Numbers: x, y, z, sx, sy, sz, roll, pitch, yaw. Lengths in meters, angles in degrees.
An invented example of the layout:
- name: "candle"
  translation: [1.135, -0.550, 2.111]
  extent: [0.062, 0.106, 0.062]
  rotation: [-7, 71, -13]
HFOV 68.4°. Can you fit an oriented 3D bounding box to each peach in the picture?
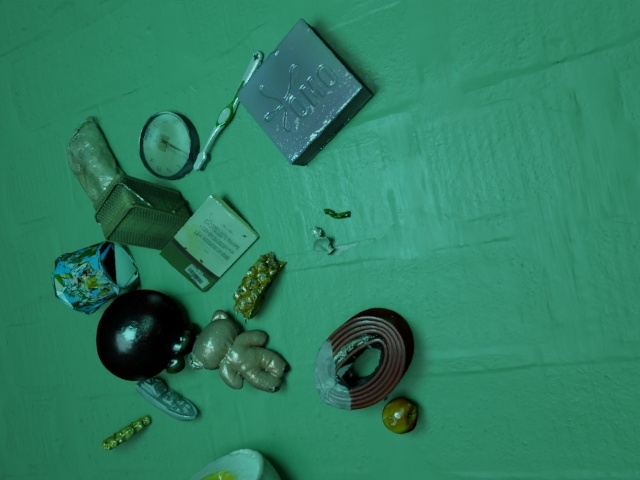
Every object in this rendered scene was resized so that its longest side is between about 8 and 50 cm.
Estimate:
- name: "peach"
  translation: [0.216, 0.481, 1.297]
  extent: [0.101, 0.101, 0.100]
  rotation: [2, 96, 23]

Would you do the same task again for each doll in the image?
- name: "doll"
  translation: [-0.251, 0.370, 1.481]
  extent: [0.303, 0.156, 0.201]
  rotation: [31, 65, -1]

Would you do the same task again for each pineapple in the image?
- name: "pineapple"
  translation: [-0.199, 0.150, 1.421]
  extent: [0.080, 0.135, 0.233]
  rotation: [29, 104, 18]

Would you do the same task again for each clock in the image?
- name: "clock"
  translation: [-0.504, -0.312, 1.556]
  extent: [0.226, 0.049, 0.225]
  rotation: [2, 95, 24]

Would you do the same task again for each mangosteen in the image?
- name: "mangosteen"
  translation: [-0.552, 0.306, 1.504]
  extent: [0.314, 0.297, 0.296]
  rotation: [14, 100, 25]

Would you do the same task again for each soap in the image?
- name: "soap"
  translation: [-0.050, -0.409, 1.325]
  extent: [0.296, 0.107, 0.285]
  rotation: [-44, 75, 19]

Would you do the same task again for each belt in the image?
- name: "belt"
  translation: [0.116, 0.339, 1.314]
  extent: [0.227, 0.115, 0.323]
  rotation: [44, 110, 15]

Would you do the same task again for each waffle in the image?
- name: "waffle"
  translation: [-0.713, 0.702, 1.720]
  extent: [0.046, 0.161, 0.192]
  rotation: [57, 141, 2]

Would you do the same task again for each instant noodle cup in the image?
- name: "instant noodle cup"
  translation: [-0.762, 0.114, 1.619]
  extent: [0.178, 0.240, 0.240]
  rotation: [-23, 85, 14]

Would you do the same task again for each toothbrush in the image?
- name: "toothbrush"
  translation: [-0.290, -0.395, 1.461]
  extent: [0.042, 0.040, 0.417]
  rotation: [38, 108, 18]

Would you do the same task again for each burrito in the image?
- name: "burrito"
  translation: [-0.788, -0.248, 1.658]
  extent: [0.175, 0.107, 0.347]
  rotation: [-32, 84, 9]

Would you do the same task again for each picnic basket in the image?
- name: "picnic basket"
  translation: [-0.549, -0.081, 1.477]
  extent: [0.165, 0.267, 0.139]
  rotation: [-44, 61, 19]

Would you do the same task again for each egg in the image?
- name: "egg"
  translation: [-0.237, 0.868, 1.400]
  extent: [0.355, 0.354, 0.339]
  rotation: [-22, 103, 23]

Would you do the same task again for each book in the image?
- name: "book"
  translation: [-0.358, 0.015, 1.501]
  extent: [0.201, 0.026, 0.289]
  rotation: [45, 109, -8]

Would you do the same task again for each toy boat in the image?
- name: "toy boat"
  translation: [-0.528, 0.546, 1.627]
  extent: [0.261, 0.078, 0.085]
  rotation: [23, 118, 22]

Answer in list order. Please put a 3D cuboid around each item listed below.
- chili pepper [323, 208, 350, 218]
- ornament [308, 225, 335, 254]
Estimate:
- name: "chili pepper"
  translation: [0.045, -0.076, 1.359]
  extent: [0.083, 0.022, 0.027]
  rotation: [9, 132, 21]
- name: "ornament"
  translation: [0.003, 0.002, 1.372]
  extent: [0.068, 0.041, 0.092]
  rotation: [-13, 102, 46]
